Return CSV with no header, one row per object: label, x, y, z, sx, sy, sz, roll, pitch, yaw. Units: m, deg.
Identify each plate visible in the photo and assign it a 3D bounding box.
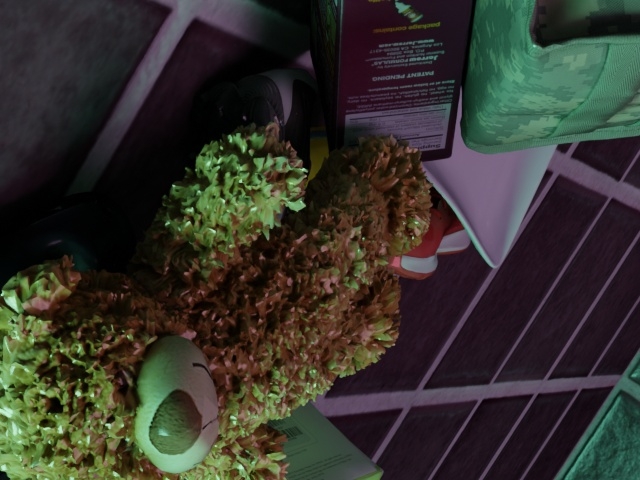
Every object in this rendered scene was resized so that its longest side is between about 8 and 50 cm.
plate,0.140,-0.148,1.235,0.277,0.045,0.278,-65,152,-11

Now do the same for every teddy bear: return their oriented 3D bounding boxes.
teddy bear,-0.039,0.052,0.926,0.338,0.113,0.245,-3,125,-60

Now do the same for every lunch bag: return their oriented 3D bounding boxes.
lunch bag,0.228,-0.154,0.939,0.287,0.169,0.235,-7,172,-6

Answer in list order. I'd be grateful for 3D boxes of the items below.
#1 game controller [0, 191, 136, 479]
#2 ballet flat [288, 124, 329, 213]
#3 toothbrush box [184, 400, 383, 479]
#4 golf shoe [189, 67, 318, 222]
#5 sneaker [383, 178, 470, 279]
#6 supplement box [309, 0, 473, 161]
game controller,-0.198,0.113,0.961,0.166,0.067,0.319,-18,140,-38
ballet flat,0.000,0.000,1.191,0.231,0.077,0.077,101,3,-49
toothbrush box,-0.102,0.271,1.273,0.206,0.122,0.283,-13,134,-46
golf shoe,-0.042,-0.024,1.056,0.094,0.077,0.198,-35,153,-45
sneaker,0.086,-0.049,1.336,0.221,0.087,0.128,-30,140,-70
supplement box,0.040,-0.139,0.986,0.080,0.104,0.188,-7,147,-5
